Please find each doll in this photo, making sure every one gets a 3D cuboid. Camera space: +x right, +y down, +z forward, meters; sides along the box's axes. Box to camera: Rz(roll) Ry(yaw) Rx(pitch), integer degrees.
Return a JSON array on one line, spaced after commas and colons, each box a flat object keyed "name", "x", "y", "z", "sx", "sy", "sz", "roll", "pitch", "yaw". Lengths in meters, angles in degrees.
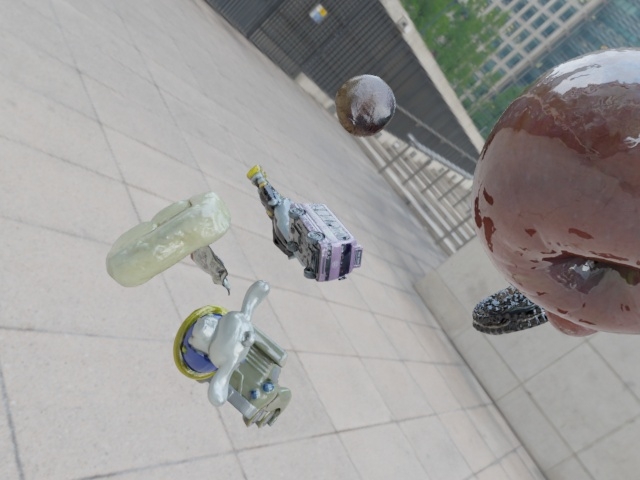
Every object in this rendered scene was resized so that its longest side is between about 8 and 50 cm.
[{"name": "doll", "x": -0.250, "y": 0.217, "z": 1.284, "sx": 0.160, "sy": 0.310, "sz": 0.243, "roll": 34, "pitch": -14, "yaw": -16}, {"name": "doll", "x": -0.087, "y": -0.046, "z": 1.307, "sx": 0.316, "sy": 0.103, "sz": 0.145, "roll": 57, "pitch": -24, "yaw": 14}]

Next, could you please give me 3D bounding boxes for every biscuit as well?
[{"name": "biscuit", "x": 0.388, "y": 0.129, "z": 1.013, "sx": 0.194, "sy": 0.195, "sz": 0.053, "roll": -35, "pitch": 103, "yaw": -75}]

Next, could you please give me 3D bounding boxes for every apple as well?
[{"name": "apple", "x": 0.301, "y": -0.046, "z": 0.501, "sx": 0.306, "sy": 0.234, "sz": 0.305, "roll": 23, "pitch": -20, "yaw": 9}]

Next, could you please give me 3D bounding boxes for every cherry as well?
[{"name": "cherry", "x": 0.352, "y": 0.094, "z": 0.773, "sx": 0.090, "sy": 0.107, "sz": 0.226, "roll": 46, "pitch": -28, "yaw": -14}]

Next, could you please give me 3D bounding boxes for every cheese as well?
[{"name": "cheese", "x": -0.303, "y": -0.007, "z": 1.047, "sx": 0.093, "sy": 0.263, "sz": 0.159, "roll": 63, "pitch": -13, "yaw": -25}]

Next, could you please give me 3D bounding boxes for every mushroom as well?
[{"name": "mushroom", "x": 0.086, "y": -0.256, "z": 0.982, "sx": 0.123, "sy": 0.123, "sz": 0.052, "roll": 45, "pitch": -13, "yaw": -15}]

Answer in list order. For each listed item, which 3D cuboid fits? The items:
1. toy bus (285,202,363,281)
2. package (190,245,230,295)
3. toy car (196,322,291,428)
[{"name": "toy bus", "x": 0.000, "y": 0.000, "z": 1.052, "sx": 0.108, "sy": 0.096, "sz": 0.199, "roll": -6, "pitch": 29, "yaw": -21}, {"name": "package", "x": -0.344, "y": 0.063, "z": 1.588, "sx": 0.232, "sy": 0.040, "sz": 0.166, "roll": 38, "pitch": -32, "yaw": 32}, {"name": "toy car", "x": -0.203, "y": 0.400, "z": 1.546, "sx": 0.242, "sy": 0.226, "sz": 0.336, "roll": 36, "pitch": -13, "yaw": 18}]
